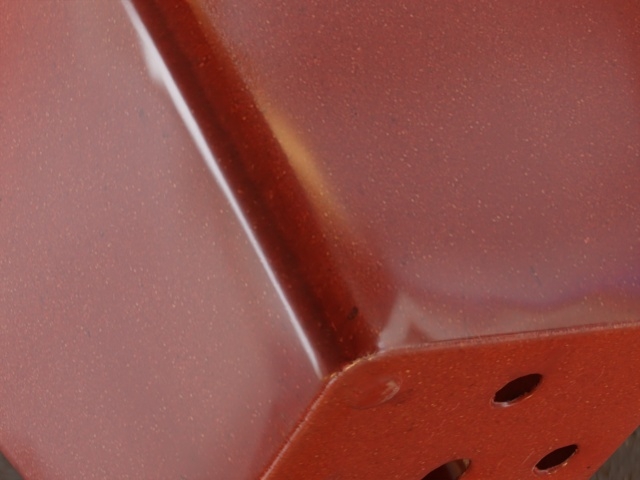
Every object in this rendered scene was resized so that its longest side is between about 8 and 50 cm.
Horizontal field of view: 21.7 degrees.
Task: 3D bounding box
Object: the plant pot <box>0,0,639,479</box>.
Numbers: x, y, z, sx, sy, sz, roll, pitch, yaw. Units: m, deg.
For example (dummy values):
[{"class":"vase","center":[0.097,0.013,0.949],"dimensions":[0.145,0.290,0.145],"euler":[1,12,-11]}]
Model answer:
[{"class":"plant pot","center":[0.000,0.000,0.673],"dimensions":[0.267,0.267,0.235],"euler":[-3,52,-34]}]
